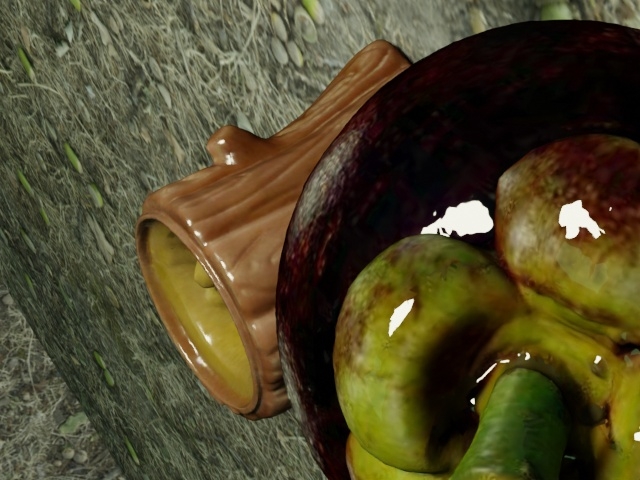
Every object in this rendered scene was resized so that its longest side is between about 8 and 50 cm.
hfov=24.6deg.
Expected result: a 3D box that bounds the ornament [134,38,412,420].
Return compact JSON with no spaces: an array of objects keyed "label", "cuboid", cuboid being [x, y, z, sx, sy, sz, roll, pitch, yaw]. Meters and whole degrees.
[{"label":"ornament","cuboid":[0.000,0.000,1.046,0.235,0.218,0.221,19,133,59]}]

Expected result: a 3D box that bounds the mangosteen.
[{"label":"mangosteen","cuboid":[0.121,0.026,0.707,0.297,0.297,0.313,53,170,24]}]
